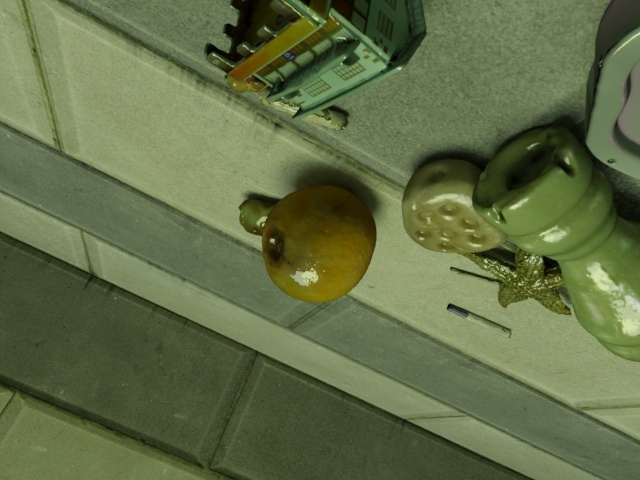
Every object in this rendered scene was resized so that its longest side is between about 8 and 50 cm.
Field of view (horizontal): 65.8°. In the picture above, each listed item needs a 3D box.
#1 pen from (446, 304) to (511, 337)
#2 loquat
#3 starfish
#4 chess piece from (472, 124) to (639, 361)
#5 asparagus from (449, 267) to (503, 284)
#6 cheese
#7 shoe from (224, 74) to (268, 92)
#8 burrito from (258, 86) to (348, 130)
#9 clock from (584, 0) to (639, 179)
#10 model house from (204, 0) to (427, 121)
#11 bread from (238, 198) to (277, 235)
[{"bbox_3d":[0.471,0.239,1.473,0.204,0.025,0.025,24,153,-2],"label":"pen"},{"bbox_3d":[0.000,0.000,1.149,0.275,0.274,0.275,18,153,10],"label":"loquat"},{"bbox_3d":[0.494,0.091,1.128,0.358,0.078,0.347,36,144,-17],"label":"starfish"},{"bbox_3d":[0.470,0.011,0.858,0.442,0.234,0.234,37,150,-19],"label":"chess piece"},{"bbox_3d":[0.413,0.096,1.269,0.166,0.013,0.016,16,-175,14],"label":"asparagus"},{"bbox_3d":[0.267,-0.060,0.984,0.218,0.117,0.235,20,155,-1],"label":"cheese"},{"bbox_3d":[-0.120,-0.306,0.886,0.109,0.072,0.069,5,-173,40],"label":"shoe"},{"bbox_3d":[-0.034,-0.253,0.946,0.186,0.041,0.045,21,170,0],"label":"burrito"},{"bbox_3d":[0.499,-0.189,0.590,0.339,0.102,0.338,17,153,9],"label":"clock"},{"bbox_3d":[-0.010,-0.295,0.677,0.215,0.198,0.224,26,155,-35],"label":"model house"},{"bbox_3d":[-0.112,-0.047,1.338,0.232,0.088,0.128,12,159,10],"label":"bread"}]
